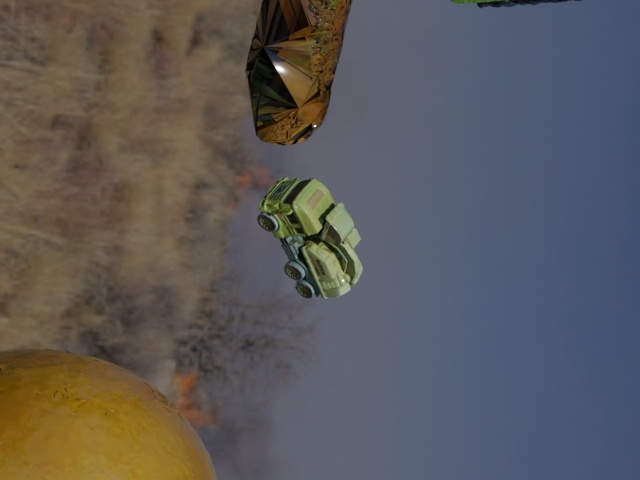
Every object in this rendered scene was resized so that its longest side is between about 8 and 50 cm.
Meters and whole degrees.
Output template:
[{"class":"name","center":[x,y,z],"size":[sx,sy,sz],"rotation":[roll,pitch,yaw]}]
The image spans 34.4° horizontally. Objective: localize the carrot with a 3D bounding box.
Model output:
[{"class":"carrot","center":[-0.004,-0.174,0.698],"size":[0.069,0.069,0.228],"rotation":[-88,-167,-62]}]

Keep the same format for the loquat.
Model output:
[{"class":"loquat","center":[-0.183,0.196,0.632],"size":[0.263,0.263,0.263],"rotation":[-176,-90,-89]}]

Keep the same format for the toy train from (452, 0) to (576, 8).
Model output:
[{"class":"toy train","center":[0.248,-0.395,1.170],"size":[0.173,0.307,0.249],"rotation":[-49,135,-61]}]

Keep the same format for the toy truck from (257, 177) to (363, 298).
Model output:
[{"class":"toy truck","center":[0.000,0.000,1.499],"size":[0.085,0.116,0.191],"rotation":[-51,125,-38]}]
